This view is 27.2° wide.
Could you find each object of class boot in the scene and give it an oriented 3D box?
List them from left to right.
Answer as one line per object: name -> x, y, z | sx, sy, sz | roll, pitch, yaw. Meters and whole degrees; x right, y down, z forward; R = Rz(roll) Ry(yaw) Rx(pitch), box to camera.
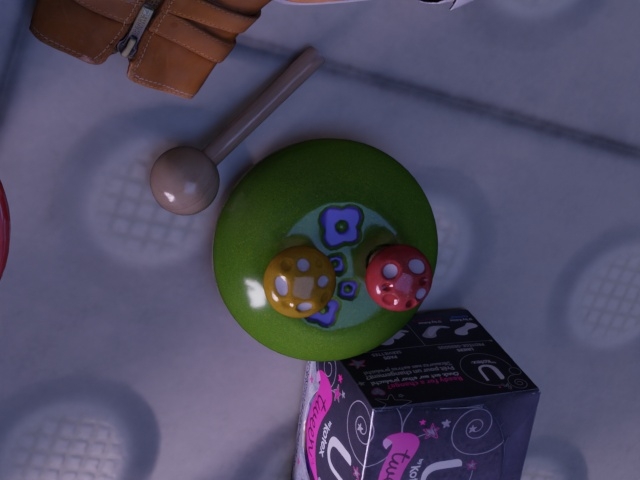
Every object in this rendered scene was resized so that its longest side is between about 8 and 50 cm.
boot -> -0.043, -0.186, 0.896 | 0.283, 0.109, 0.220 | 18, 113, -20

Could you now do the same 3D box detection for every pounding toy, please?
pounding toy -> 0.000, 0.000, 1.002 | 0.183, 0.110, 0.237 | -36, 110, -1

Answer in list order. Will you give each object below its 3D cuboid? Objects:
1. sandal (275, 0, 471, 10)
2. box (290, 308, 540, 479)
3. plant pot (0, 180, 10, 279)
sandal -> 0.083, -0.214, 0.974 | 0.265, 0.076, 0.102 | -17, 123, -16
box -> 0.071, 0.205, 1.157 | 0.163, 0.142, 0.247 | -4, 118, -23
plant pot -> -0.304, -0.033, 0.835 | 0.191, 0.174, 0.191 | -10, 120, -19
